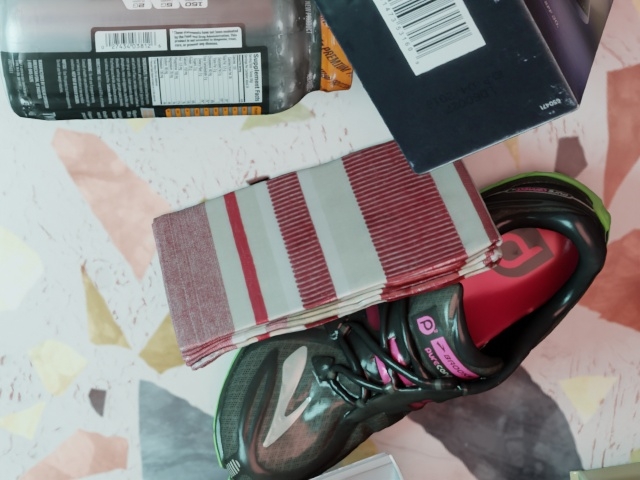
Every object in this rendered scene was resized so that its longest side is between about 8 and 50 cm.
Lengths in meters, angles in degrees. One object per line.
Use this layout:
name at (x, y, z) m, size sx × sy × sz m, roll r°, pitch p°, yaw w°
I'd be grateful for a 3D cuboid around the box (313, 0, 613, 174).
box at (0.124, -0.274, 1.521) m, size 0.183 × 0.294 × 0.296 m, roll -22°, pitch 111°, yaw 27°

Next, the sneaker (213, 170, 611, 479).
sneaker at (0.086, 0.092, 1.658) m, size 0.483 × 0.202 × 0.185 m, roll -38°, pitch 97°, yaw 3°

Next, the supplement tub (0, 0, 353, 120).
supplement tub at (-0.140, -0.223, 1.601) m, size 0.338 × 0.207 × 0.207 m, roll -2°, pitch 98°, yaw -3°

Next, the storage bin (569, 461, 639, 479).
storage bin at (0.419, 0.362, 1.752) m, size 0.262 × 0.123 × 0.260 m, roll -9°, pitch 98°, yaw -2°

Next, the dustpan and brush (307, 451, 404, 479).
dustpan and brush at (0.035, 0.315, 1.726) m, size 0.147 × 0.211 × 0.060 m, roll -21°, pitch 55°, yaw 1°

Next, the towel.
towel at (0.000, 0.000, 1.638) m, size 0.329 × 0.237 × 0.037 m, roll -18°, pitch 127°, yaw 0°
